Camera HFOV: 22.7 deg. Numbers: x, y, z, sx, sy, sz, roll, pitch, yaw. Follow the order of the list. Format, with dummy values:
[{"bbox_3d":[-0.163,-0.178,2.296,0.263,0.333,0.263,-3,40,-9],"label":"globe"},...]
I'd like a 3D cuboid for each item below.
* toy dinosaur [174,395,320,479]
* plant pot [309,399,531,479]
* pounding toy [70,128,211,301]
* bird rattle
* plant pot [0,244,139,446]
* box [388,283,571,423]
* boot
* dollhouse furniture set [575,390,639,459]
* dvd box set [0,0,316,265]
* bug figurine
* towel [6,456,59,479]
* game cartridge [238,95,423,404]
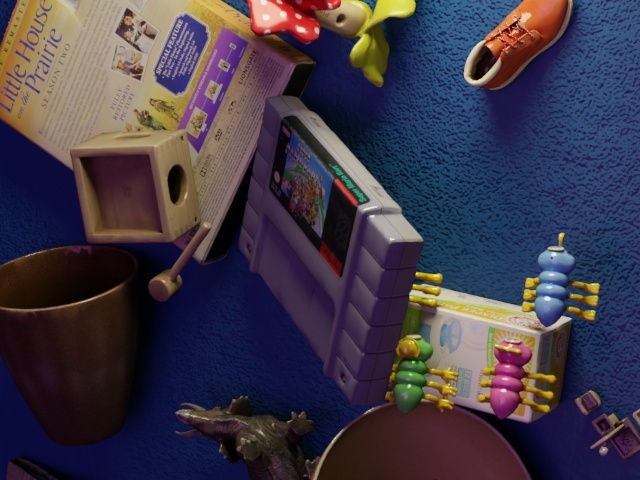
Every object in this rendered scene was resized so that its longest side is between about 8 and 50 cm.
[{"bbox_3d":[-0.047,0.304,2.051,0.121,0.160,0.313,-40,89,-16],"label":"toy dinosaur"},{"bbox_3d":[0.097,0.352,1.909,0.284,0.284,0.191,58,155,9],"label":"plant pot"},{"bbox_3d":[-0.202,-0.033,2.028,0.181,0.094,0.206,-1,108,24],"label":"pounding toy"},{"bbox_3d":[-0.016,-0.276,1.873,0.207,0.253,0.143,36,115,46],"label":"bird rattle"},{"bbox_3d":[-0.334,0.152,2.146,0.215,0.215,0.230,5,114,29],"label":"plant pot"},{"bbox_3d":[0.183,0.132,1.894,0.203,0.103,0.114,13,104,27],"label":"box"},{"bbox_3d":[0.227,-0.234,1.824,0.059,0.084,0.158,46,115,17],"label":"boot"},{"bbox_3d":[0.353,0.196,1.822,0.114,0.081,0.091,-40,79,28],"label":"dollhouse furniture set"},{"bbox_3d":[-0.239,-0.206,2.101,0.420,0.062,0.307,34,113,20],"label":"dvd box set"},{"bbox_3d":[0.166,0.093,1.795,0.279,0.072,0.216,2,79,25],"label":"bug figurine"},{"bbox_3d":[-0.360,0.503,2.262,0.312,0.056,0.324,25,111,41],"label":"towel"},{"bbox_3d":[0.000,0.000,1.879,0.355,0.068,0.230,-129,39,-50],"label":"game cartridge"}]
